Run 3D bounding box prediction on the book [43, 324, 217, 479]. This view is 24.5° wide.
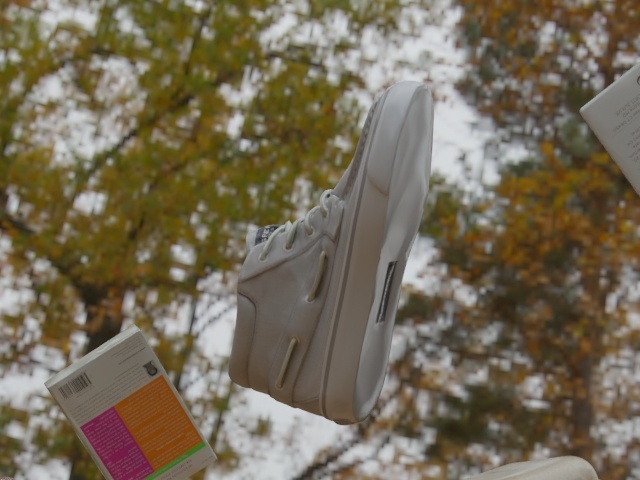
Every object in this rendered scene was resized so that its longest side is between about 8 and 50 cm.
[{"bbox_3d":[-0.170,0.162,1.327,0.144,0.096,0.035,62,-14,-20],"label":"book"}]

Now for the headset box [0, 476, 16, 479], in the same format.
[{"bbox_3d":[-0.327,0.257,1.410,0.083,0.032,0.062,15,-64,-46],"label":"headset box"}]

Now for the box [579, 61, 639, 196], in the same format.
[{"bbox_3d":[0.268,-0.035,0.965,0.091,0.170,0.130,-38,-27,17],"label":"box"}]

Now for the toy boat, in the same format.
[{"bbox_3d":[0.220,0.330,1.644,0.151,0.151,0.231,-12,-6,-28],"label":"toy boat"}]

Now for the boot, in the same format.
[{"bbox_3d":[0.000,0.000,1.093,0.123,0.258,0.095,14,3,22],"label":"boot"}]
